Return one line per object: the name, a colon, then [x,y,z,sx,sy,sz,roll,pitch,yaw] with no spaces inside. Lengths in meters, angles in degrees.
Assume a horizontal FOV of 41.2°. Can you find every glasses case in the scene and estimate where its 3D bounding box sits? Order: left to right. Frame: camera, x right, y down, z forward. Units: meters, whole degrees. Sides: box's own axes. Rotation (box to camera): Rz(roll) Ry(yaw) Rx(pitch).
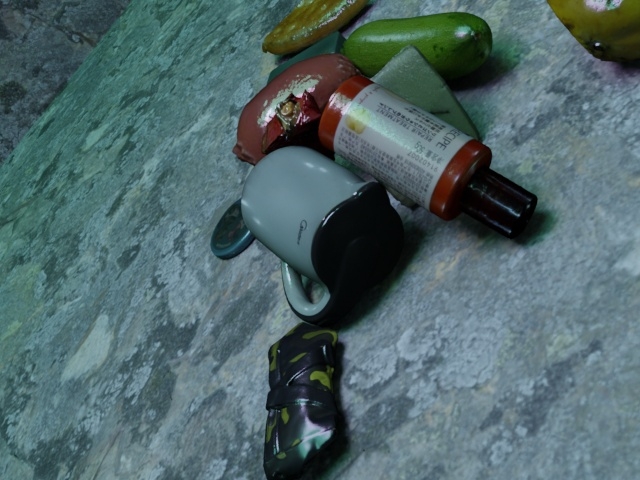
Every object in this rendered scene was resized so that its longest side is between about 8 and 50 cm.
glasses case: [-0.027,-0.338,1.674,0.184,0.039,0.078,-24,39,34]

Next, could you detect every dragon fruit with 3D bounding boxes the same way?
dragon fruit: [-0.034,-0.154,1.292,0.092,0.122,0.192,-41,4,-13]

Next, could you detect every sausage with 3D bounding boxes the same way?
sausage: [-0.041,-0.217,1.463,0.254,0.148,0.148,-41,32,4]

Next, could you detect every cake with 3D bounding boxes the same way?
cake: [0.122,-0.151,1.276,0.158,0.172,0.283,-40,-2,0]

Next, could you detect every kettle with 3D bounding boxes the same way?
kettle: [0.000,0.000,1.178,0.236,0.161,0.221,35,111,57]

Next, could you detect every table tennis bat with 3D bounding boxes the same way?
table tennis bat: [-0.131,-0.056,1.500,0.124,0.033,0.201,-3,57,48]

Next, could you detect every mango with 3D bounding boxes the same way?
mango: [0.375,-0.326,1.087,0.167,0.130,0.262,-31,30,15]

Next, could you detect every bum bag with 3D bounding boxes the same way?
bum bag: [-0.023,0.189,1.063,0.106,0.060,0.233,-23,40,20]

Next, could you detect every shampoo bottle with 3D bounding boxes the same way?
shampoo bottle: [0.134,-0.095,1.042,0.278,0.104,0.104,34,81,20]

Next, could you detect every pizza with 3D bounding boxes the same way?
pizza: [-0.002,-0.470,1.776,0.292,0.058,0.197,-22,38,32]

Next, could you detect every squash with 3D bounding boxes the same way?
squash: [0.147,-0.306,1.360,0.107,0.107,0.395,-54,29,-11]
